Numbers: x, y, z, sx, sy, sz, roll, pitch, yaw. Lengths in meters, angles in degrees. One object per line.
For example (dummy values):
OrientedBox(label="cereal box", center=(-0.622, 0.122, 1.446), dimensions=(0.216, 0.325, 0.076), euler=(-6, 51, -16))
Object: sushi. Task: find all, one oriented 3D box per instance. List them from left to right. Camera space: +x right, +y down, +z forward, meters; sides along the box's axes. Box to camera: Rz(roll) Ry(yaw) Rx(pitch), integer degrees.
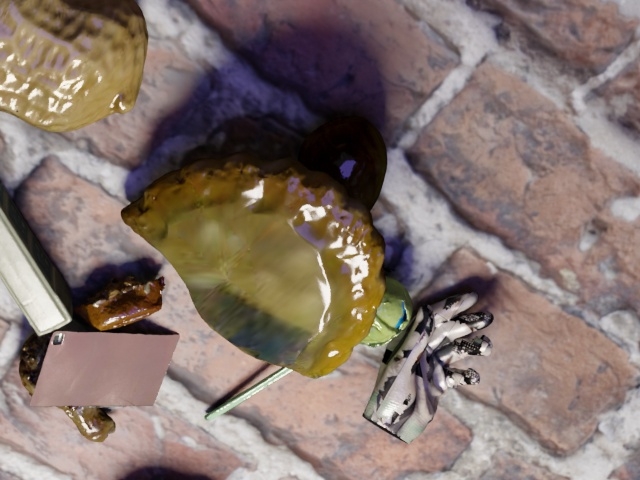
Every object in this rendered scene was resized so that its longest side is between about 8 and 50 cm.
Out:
OrientedBox(label="sushi", center=(-0.251, 0.076, 1.903), dimensions=(0.118, 0.061, 0.060), euler=(-18, 80, -17))

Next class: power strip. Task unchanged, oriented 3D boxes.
OrientedBox(label="power strip", center=(-0.376, 0.000, 1.823), dimensions=(0.052, 0.078, 0.272), euler=(-24, 120, 3))

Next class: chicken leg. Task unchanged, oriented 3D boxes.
OrientedBox(label="chicken leg", center=(-0.326, 0.193, 1.958), dimensions=(0.085, 0.069, 0.198), euler=(-39, 128, -13))

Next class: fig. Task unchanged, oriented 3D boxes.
OrientedBox(label="fig", center=(0.034, -0.071, 1.831), dimensions=(0.109, 0.103, 0.154), euler=(-12, 112, 18))

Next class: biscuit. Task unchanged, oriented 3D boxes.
OrientedBox(label="biscuit", center=(-0.085, 0.027, 1.827), dimensions=(0.335, 0.078, 0.329), euler=(14, 131, 12))

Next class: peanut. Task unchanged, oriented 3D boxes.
OrientedBox(label="peanut", center=(-0.302, -0.214, 1.691), dimensions=(0.233, 0.110, 0.196), euler=(24, 111, -20))

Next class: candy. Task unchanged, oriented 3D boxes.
OrientedBox(label="candy", center=(-0.023, 0.153, 1.976), dimensions=(0.335, 0.093, 0.092), euler=(-34, 106, 19))

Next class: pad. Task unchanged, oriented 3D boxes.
OrientedBox(label="pad", center=(-0.274, 0.165, 1.931), dimensions=(0.188, 0.006, 0.113), euler=(5, 115, -39))

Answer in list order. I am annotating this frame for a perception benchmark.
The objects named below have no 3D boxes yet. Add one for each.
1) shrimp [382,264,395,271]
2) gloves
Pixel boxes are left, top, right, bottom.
OrientedBox(label="shrimp", center=(0.000, 0.000, 1.887), dimensions=(0.233, 0.079, 0.090), euler=(25, 77, -26))
OrientedBox(label="gloves", center=(0.139, 0.157, 1.986), dimensions=(0.127, 0.111, 0.212), euler=(33, 82, -19))
